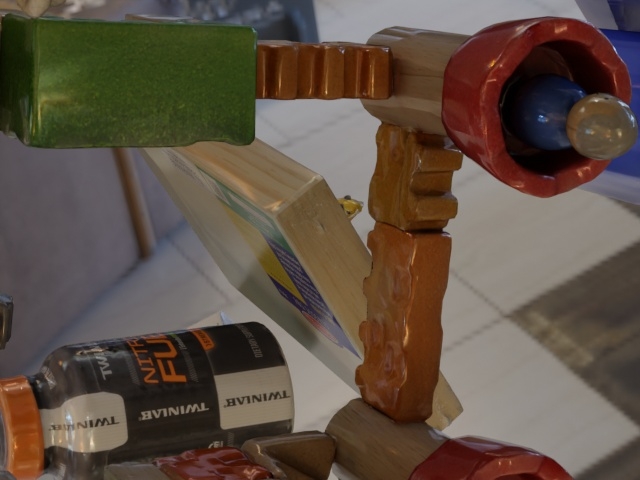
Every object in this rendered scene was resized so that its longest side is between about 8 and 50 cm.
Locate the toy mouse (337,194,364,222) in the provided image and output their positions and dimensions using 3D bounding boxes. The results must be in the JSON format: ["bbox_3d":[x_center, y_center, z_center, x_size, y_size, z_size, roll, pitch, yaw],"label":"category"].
[{"bbox_3d":[0.000,0.000,1.753,0.031,0.161,0.143,40,74,-5],"label":"toy mouse"}]

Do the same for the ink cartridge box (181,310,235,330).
[{"bbox_3d":[-0.193,0.202,2.009,0.218,0.158,0.092,-26,65,6],"label":"ink cartridge box"}]

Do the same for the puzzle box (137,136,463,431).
[{"bbox_3d":[-0.046,0.001,1.326,0.052,0.272,0.409,-38,33,-11],"label":"puzzle box"}]

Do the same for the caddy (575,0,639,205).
[{"bbox_3d":[0.276,-0.146,1.171,0.179,0.341,0.241,14,86,23],"label":"caddy"}]

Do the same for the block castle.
[{"bbox_3d":[-0.082,0.042,0.649,0.453,0.303,0.213,-2,12,-29],"label":"block castle"}]

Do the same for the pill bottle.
[{"bbox_3d":[-0.156,0.146,1.254,0.245,0.130,0.130,-6,35,-25],"label":"pill bottle"}]

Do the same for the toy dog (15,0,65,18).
[{"bbox_3d":[-0.224,-0.199,0.472,0.161,0.334,0.220,-32,48,-18],"label":"toy dog"}]
